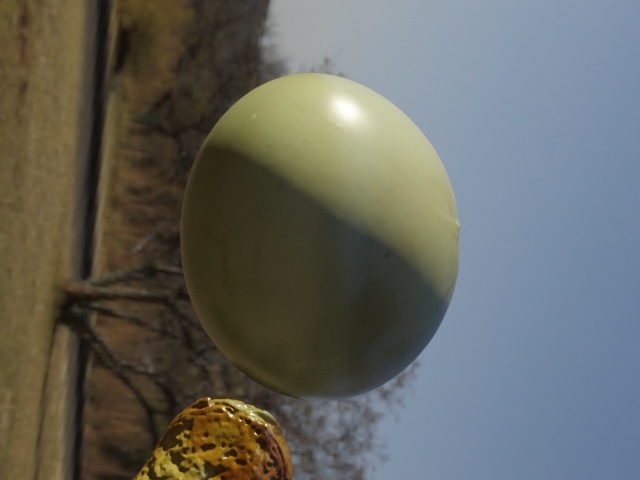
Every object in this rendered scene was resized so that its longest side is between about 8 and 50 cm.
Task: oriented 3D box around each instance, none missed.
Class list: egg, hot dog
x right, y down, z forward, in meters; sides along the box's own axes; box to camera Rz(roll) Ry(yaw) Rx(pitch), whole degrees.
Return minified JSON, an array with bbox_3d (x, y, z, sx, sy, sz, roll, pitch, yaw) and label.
[{"bbox_3d":[0.000,0.000,0.998,0.219,0.219,0.269,-92,-175,-55],"label":"egg"},{"bbox_3d":[-0.138,0.300,1.424,0.259,0.175,0.114,-53,159,-16],"label":"hot dog"}]
